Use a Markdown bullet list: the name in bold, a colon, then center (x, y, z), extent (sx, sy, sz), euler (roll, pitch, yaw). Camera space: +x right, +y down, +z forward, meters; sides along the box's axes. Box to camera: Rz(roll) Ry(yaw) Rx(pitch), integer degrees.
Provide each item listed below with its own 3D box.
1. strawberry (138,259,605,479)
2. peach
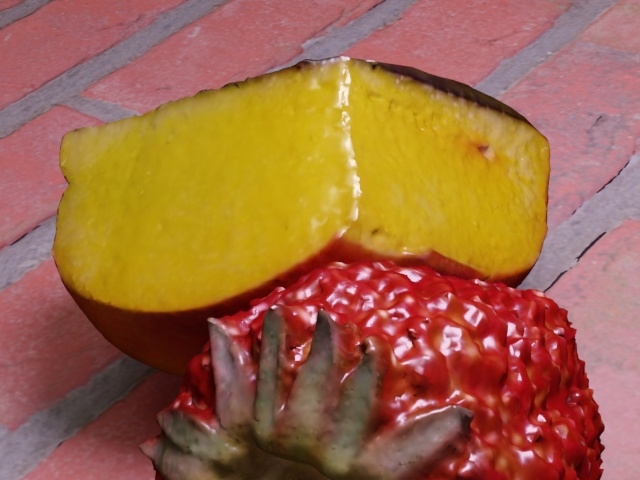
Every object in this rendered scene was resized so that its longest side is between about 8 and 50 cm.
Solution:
- **strawberry**: center (0.048, 0.155, 0.904), extent (0.292, 0.292, 0.343), euler (10, 2, 25)
- **peach**: center (0.000, 0.000, 1.102), extent (0.381, 0.306, 0.242), euler (-15, 68, 18)
